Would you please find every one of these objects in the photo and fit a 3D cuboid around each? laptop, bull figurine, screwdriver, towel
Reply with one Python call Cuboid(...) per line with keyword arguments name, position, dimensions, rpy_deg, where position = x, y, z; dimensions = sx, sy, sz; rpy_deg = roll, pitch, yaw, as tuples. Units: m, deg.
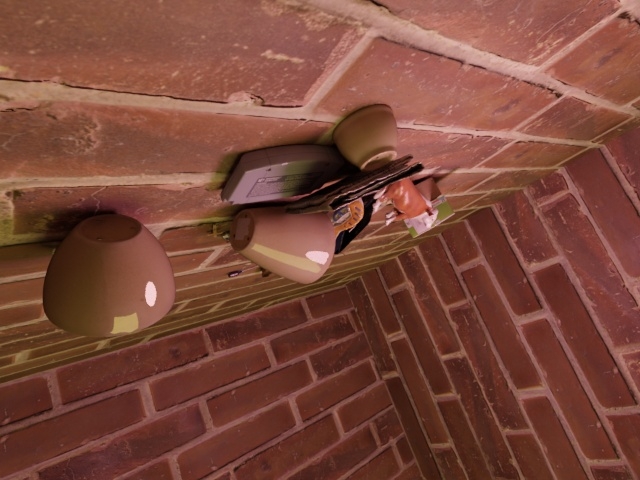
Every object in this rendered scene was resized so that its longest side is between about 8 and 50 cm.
Cuboid(name="laptop", position=(0.092, -0.066, 1.635), dimensions=(0.234, 0.136, 0.264), rpy_deg=(-44, 157, -37))
Cuboid(name="bull figurine", position=(0.302, -0.138, 1.501), dimensions=(0.188, 0.101, 0.310), rpy_deg=(-27, 133, 21))
Cuboid(name="screwdriver", position=(-0.358, 0.140, 1.930), dimensions=(0.169, 0.024, 0.025), rpy_deg=(-22, 140, -30))
Cuboid(name="towel", position=(0.080, -0.152, 1.130), dimensions=(0.312, 0.056, 0.324), rpy_deg=(-25, -168, -23))

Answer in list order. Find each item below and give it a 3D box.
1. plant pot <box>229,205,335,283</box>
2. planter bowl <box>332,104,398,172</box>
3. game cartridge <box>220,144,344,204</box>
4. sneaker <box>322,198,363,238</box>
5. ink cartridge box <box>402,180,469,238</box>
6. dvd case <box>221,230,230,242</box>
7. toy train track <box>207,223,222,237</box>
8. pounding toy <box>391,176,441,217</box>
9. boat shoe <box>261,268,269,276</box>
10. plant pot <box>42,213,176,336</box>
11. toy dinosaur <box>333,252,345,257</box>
Cuboid(name="plant pot", position=(-0.138, -0.006, 1.287), dimensions=(0.273, 0.257, 0.256), rpy_deg=(15, 144, -44))
Cuboid(name="planter bowl", position=(0.123, -0.236, 0.997), dimensions=(0.161, 0.109, 0.162), rpy_deg=(-21, 166, -5))
Cuboid(name="game cartridge", position=(-0.092, -0.170, 1.044), dimensions=(0.294, 0.060, 0.196), rpy_deg=(-13, 167, -35))
Cuboid(name="sneaker", position=(0.030, -0.069, 1.455), dimensions=(0.296, 0.131, 0.112), rpy_deg=(-30, 121, 23))
Cuboid(name="ink cartridge box", position=(0.493, -0.125, 1.681), dimensions=(0.188, 0.097, 0.255), rpy_deg=(-25, 174, -44))
Cuboid(name="dvd case", position=(-0.276, -0.027, 1.403), dimensions=(0.119, 0.013, 0.087), rpy_deg=(-21, 167, -7))
Cuboid(name="toy train track", position=(-0.334, -0.034, 1.286), dimensions=(0.048, 0.014, 0.083), rpy_deg=(-10, 158, -17))
Cuboid(name="pounding toy", position=(0.355, -0.159, 1.680), dimensions=(0.206, 0.094, 0.181), rpy_deg=(-27, 174, -19))
Cuboid(name="boat shoe", position=(-0.273, 0.151, 2.042), dimensions=(0.050, 0.045, 0.135), rpy_deg=(-7, 166, -22))
Cuboid(name="plant pot", position=(-0.480, 0.052, 0.936), dimensions=(0.284, 0.284, 0.191), rpy_deg=(-12, 128, -37))
Cuboid(name="toy dinosaur", position=(0.061, 0.074, 2.276), dimensions=(0.211, 0.064, 0.112), rpy_deg=(-7, -179, -18))
